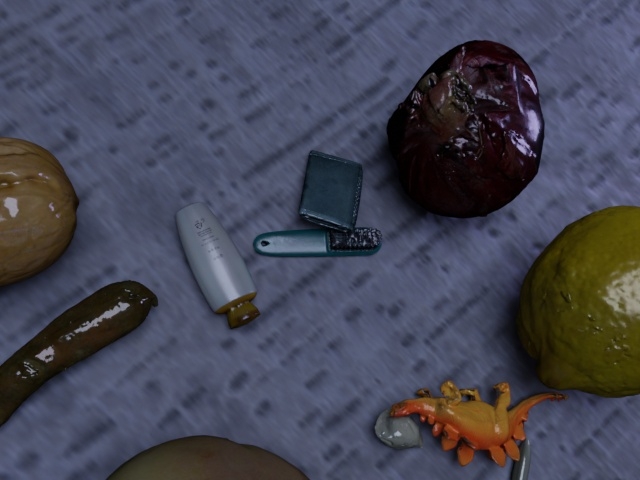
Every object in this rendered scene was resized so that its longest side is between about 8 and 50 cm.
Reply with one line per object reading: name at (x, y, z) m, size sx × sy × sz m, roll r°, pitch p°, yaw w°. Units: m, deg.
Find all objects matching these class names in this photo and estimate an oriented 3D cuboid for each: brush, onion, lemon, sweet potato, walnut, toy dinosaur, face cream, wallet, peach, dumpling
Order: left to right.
walnut at (-0.414, -0.033, 0.929) m, size 0.222 × 0.195 × 0.195 m, roll -14°, pitch 77°, yaw -23°
sweet potato at (-0.332, 0.139, 0.954) m, size 0.273 × 0.075 × 0.075 m, roll -38°, pitch 84°, yaw -18°
peach at (-0.126, 0.362, 0.834) m, size 0.292 × 0.247 × 0.292 m, roll -3°, pitch 74°, yaw 10°
face cream at (-0.143, 0.034, 1.036) m, size 0.072 × 0.051 × 0.182 m, roll -25°, pitch 79°, yaw -19°
brush at (0.000, 0.000, 1.089) m, size 0.193 × 0.032 × 0.043 m, roll -1°, pitch 74°, yaw -14°
wallet at (0.016, -0.072, 1.107) m, size 0.088 × 0.026 × 0.129 m, roll 15°, pitch 53°, yaw -8°
dumpling at (0.109, 0.258, 1.032) m, size 0.077 × 0.043 × 0.059 m, roll 7°, pitch 50°, yaw -7°
onion at (0.221, -0.171, 1.093) m, size 0.221 × 0.281 × 0.281 m, roll 11°, pitch 65°, yaw 34°
toy dinosaur at (0.229, 0.257, 1.041) m, size 0.288 × 0.070 × 0.117 m, roll 7°, pitch 63°, yaw -20°
brush at (0.252, 0.415, 1.017) m, size 0.042 × 0.039 × 0.299 m, roll 19°, pitch 69°, yaw -5°
lemon at (0.412, 0.087, 1.044) m, size 0.320 × 0.245 × 0.245 m, roll -40°, pitch 85°, yaw -14°
